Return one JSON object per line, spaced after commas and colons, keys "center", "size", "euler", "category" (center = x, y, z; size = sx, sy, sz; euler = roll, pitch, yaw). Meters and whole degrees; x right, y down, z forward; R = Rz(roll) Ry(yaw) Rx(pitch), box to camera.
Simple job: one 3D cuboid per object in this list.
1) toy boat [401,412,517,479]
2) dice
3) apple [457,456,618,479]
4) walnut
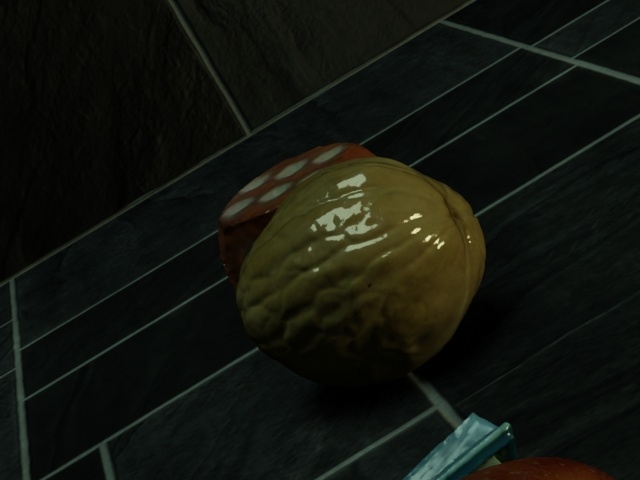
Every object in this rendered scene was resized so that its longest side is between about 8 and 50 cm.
{"center": [0.072, 0.239, 1.338], "size": [0.238, 0.098, 0.109], "euler": [-43, -25, -14], "category": "toy boat"}
{"center": [0.000, 0.000, 2.073], "size": [0.175, 0.179, 0.174], "euler": [-25, 16, 30], "category": "dice"}
{"center": [0.128, 0.228, 1.069], "size": [0.201, 0.201, 0.162], "euler": [-43, -6, -40], "category": "apple"}
{"center": [0.036, 0.034, 1.829], "size": [0.261, 0.225, 0.225], "euler": [-29, 14, 25], "category": "walnut"}
